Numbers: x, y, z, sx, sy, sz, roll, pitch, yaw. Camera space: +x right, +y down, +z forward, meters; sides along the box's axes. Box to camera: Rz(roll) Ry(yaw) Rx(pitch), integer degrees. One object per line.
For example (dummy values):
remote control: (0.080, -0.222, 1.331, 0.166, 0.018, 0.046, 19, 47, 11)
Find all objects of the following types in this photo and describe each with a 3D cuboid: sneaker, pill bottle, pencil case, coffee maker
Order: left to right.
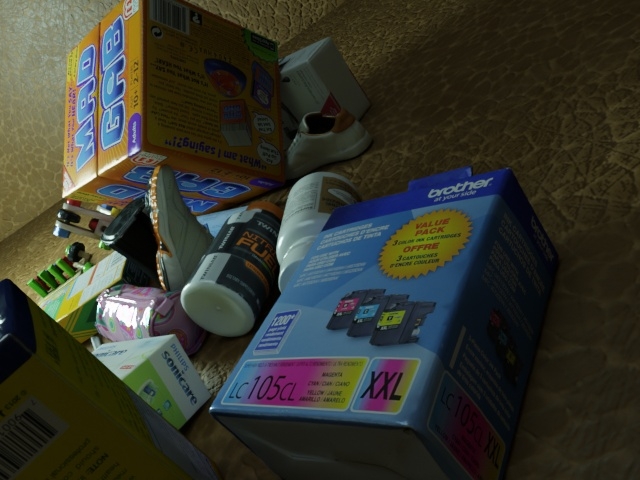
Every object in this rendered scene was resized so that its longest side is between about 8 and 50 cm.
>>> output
pencil case: (-0.321, 0.142, 1.118, 0.284, 0.124, 0.124, 0, 44, 50)
coffee maker: (-0.358, 0.026, 1.255, 0.120, 0.178, 0.171, -18, 41, 38)
sneaker: (-0.269, -0.022, 1.192, 0.121, 0.262, 0.099, -11, 11, -25)
pill bottle: (-0.133, 0.036, 1.047, 0.130, 0.130, 0.245, -19, 32, 33)
sneaker: (-0.027, -0.226, 1.358, 0.290, 0.123, 0.106, -15, 35, 39)
pill bottle: (0.000, 0.000, 0.941, 0.131, 0.131, 0.229, -26, 28, 21)

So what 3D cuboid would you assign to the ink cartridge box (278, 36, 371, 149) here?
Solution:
ink cartridge box: (-0.045, -0.354, 1.499, 0.273, 0.197, 0.114, -7, 39, 46)

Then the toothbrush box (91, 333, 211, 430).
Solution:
toothbrush box: (-0.332, 0.268, 0.856, 0.206, 0.122, 0.283, -13, 19, 40)

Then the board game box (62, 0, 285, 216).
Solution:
board game box: (-0.334, -0.279, 1.371, 0.356, 0.357, 0.356, -17, 72, 43)

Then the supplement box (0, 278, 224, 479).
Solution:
supplement box: (-0.250, 0.243, 0.594, 0.195, 0.356, 0.194, -44, 27, -14)

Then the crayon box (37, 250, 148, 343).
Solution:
crayon box: (-0.560, 0.152, 1.437, 0.323, 0.083, 0.203, -33, 26, 7)

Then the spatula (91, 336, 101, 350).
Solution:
spatula: (-0.505, 0.226, 1.203, 0.168, 0.019, 0.242, 1, 8, -26)

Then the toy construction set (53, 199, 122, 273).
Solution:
toy construction set: (-0.545, -0.061, 1.666, 0.237, 0.257, 0.308, 18, 67, 7)

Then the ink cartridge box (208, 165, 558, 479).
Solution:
ink cartridge box: (0.094, 0.076, 0.688, 0.270, 0.151, 0.395, -11, 35, 42)

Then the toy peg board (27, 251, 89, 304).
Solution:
toy peg board: (-0.798, 0.095, 1.829, 0.161, 0.079, 0.160, -35, 26, 3)

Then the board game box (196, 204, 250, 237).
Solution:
board game box: (-0.245, -0.015, 1.385, 0.281, 0.027, 0.145, -7, 38, 45)
